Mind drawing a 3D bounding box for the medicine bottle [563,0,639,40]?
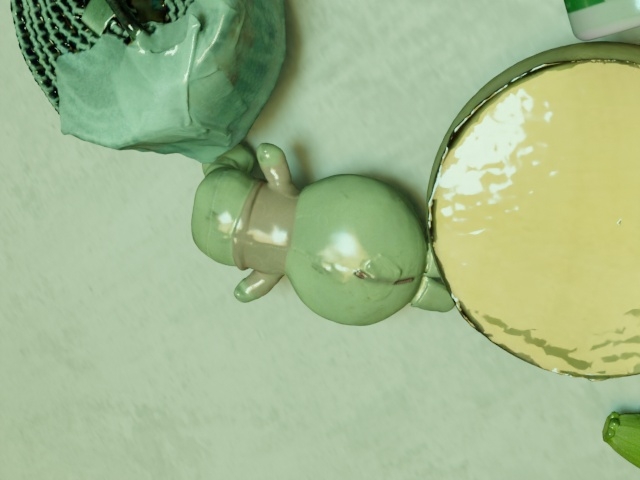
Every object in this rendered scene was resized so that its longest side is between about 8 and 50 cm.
[{"bbox_3d":[0.200,-0.285,0.618,0.133,0.133,0.274,-15,99,30],"label":"medicine bottle"}]

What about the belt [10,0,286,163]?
[{"bbox_3d":[-0.151,-0.192,0.800,0.207,0.150,0.257,-39,76,23],"label":"belt"}]

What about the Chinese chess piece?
[{"bbox_3d":[0.208,-0.021,0.700,0.257,0.104,0.257,5,104,20],"label":"Chinese chess piece"}]

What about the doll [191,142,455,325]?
[{"bbox_3d":[-0.008,0.002,0.825,0.275,0.113,0.154,22,112,20],"label":"doll"}]

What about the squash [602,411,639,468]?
[{"bbox_3d":[0.331,0.180,0.744,0.201,0.066,0.066,14,112,25],"label":"squash"}]
